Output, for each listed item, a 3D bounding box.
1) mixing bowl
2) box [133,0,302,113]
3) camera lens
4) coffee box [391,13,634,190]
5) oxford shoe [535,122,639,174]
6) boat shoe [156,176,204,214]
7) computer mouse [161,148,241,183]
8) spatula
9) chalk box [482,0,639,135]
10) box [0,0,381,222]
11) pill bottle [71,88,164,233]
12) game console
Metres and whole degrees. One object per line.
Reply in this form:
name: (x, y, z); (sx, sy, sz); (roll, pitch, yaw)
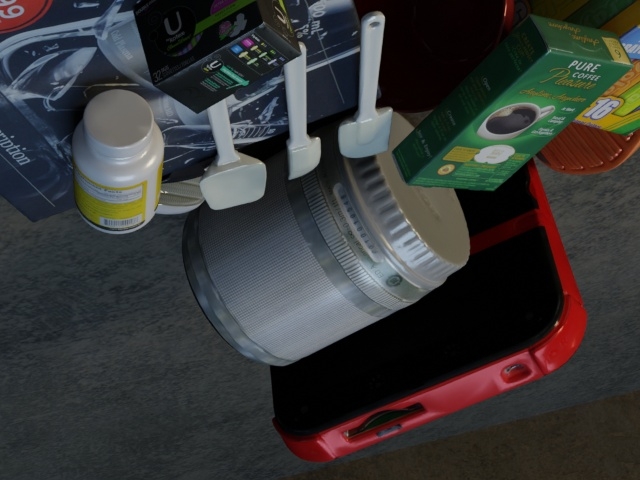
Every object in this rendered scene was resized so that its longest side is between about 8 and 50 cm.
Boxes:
mixing bowl: (0.099, -0.202, 1.044); (0.181, 0.181, 0.098); (-33, 167, 32)
box: (-0.065, -0.131, 0.751); (0.083, 0.062, 0.052); (-27, 154, 19)
camera lens: (0.000, 0.000, 1.340); (0.274, 0.219, 0.219); (-28, 155, 24)
coffee box: (0.157, -0.109, 0.992); (0.113, 0.040, 0.184); (1, 147, -38)
oxford shoe: (0.349, -0.177, 1.316); (0.133, 0.130, 0.364); (-37, -179, -28)
boat shoe: (-0.227, -0.073, 1.221); (0.226, 0.083, 0.076); (17, 152, -36)
computer mouse: (-0.175, -0.100, 1.108); (0.262, 0.184, 0.060); (-43, 153, -45)
spatula: (-0.021, -0.092, 0.926); (0.168, 0.019, 0.242); (-16, 161, -5)
chalk box: (0.303, -0.250, 1.051); (0.179, 0.180, 0.289); (6, 146, -44)
box: (-0.149, -0.196, 0.851); (0.313, 0.179, 0.343); (-20, 157, 4)
pill bottle: (-0.145, -0.057, 0.855); (0.065, 0.065, 0.116); (-11, 156, -16)
game console: (0.106, 0.068, 1.434); (0.387, 0.342, 0.060); (-24, 131, 16)
